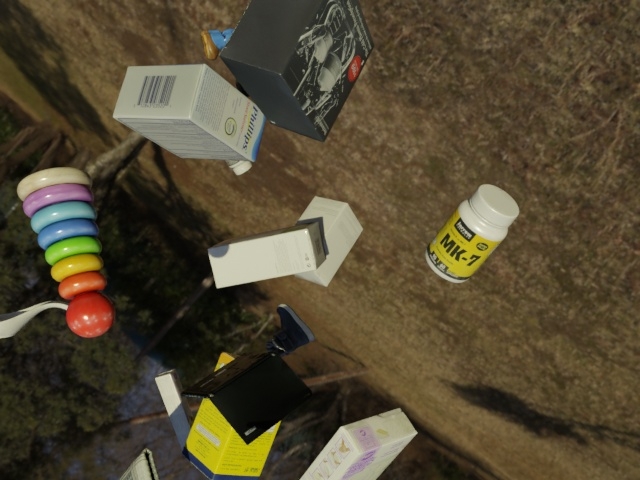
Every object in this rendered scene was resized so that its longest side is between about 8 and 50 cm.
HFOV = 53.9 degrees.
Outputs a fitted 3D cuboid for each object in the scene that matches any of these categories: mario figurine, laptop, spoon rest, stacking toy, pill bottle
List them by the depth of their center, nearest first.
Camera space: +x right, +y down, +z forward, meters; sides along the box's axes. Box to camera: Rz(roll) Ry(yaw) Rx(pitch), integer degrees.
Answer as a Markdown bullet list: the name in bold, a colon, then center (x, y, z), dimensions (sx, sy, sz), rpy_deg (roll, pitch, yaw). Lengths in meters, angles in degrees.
- **stacking toy**: center (-0.484, 0.031, 1.229), dimensions (0.141, 0.141, 0.330), rpy_deg (74, 179, -80)
- **pill bottle**: center (0.327, -0.015, 1.364), dimensions (0.119, 0.119, 0.208), rpy_deg (38, 130, 9)
- **spoon rest**: center (-0.759, 0.202, 1.628), dimensions (0.277, 0.084, 0.137), rpy_deg (-1, -177, -21)
- **laptop**: center (-0.199, 0.410, 1.683), dimensions (0.264, 0.234, 0.136), rpy_deg (-15, 101, 52)
- **mario figurine**: center (-0.199, -0.605, 1.963), dimensions (0.170, 0.321, 0.198), rpy_deg (91, 166, -62)
- **pill bottle**: center (-0.293, -0.294, 2.118), dimensions (0.137, 0.078, 0.078), rpy_deg (59, 166, -23)

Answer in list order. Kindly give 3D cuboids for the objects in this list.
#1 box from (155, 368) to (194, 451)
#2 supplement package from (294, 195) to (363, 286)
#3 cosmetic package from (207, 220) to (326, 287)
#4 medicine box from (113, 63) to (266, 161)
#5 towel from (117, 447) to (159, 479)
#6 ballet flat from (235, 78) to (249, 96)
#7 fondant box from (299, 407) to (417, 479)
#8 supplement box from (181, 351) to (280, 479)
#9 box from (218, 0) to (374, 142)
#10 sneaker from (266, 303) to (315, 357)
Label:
- **box**: center (-0.517, 0.636, 2.320), dimensions (0.063, 0.067, 0.323), rpy_deg (-57, -52, -80)
- **supplement package**: center (0.000, 0.000, 2.475), dimensions (0.175, 0.293, 0.177), rpy_deg (15, 152, 39)
- **cosmetic package**: center (-0.183, 0.050, 2.213), dimensions (0.197, 0.366, 0.155), rpy_deg (-45, -57, -75)
- **medicine box**: center (-0.334, -0.327, 1.651), dimensions (0.264, 0.149, 0.289), rpy_deg (7, 169, 30)
- **towel**: center (-0.524, 0.818, 1.824), dimensions (0.056, 0.312, 0.324), rpy_deg (1, -129, -42)
- **ballet flat**: center (-0.163, -0.528, 1.827), dimensions (0.095, 0.280, 0.096), rpy_deg (19, -141, -21)
- **fondant box**: center (0.097, 0.638, 1.819), dimensions (0.238, 0.330, 0.096), rpy_deg (-3, -136, -41)
- **supplement box**: center (-0.263, 0.571, 2.037), dimensions (0.194, 0.356, 0.195), rpy_deg (25, 175, -43)
- **box**: center (-0.041, -0.468, 1.554), dimensions (0.179, 0.312, 0.343), rpy_deg (24, 172, 23)
- **sneaker**: center (-0.146, 0.332, 2.312), dimensions (0.226, 0.163, 0.086), rpy_deg (39, 157, 49)
